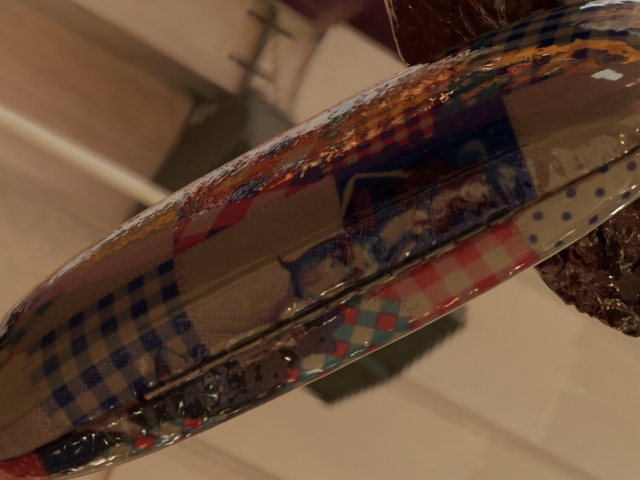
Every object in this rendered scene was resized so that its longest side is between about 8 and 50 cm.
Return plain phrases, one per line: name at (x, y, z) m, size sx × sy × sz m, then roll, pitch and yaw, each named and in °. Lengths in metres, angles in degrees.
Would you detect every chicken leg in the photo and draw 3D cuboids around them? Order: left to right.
chicken leg at (0.102, -0.135, 0.872) m, size 0.158 × 0.407 × 0.096 m, roll -27°, pitch -171°, yaw -38°

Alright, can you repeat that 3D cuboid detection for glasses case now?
glasses case at (0.000, 0.000, 0.729) m, size 0.327 × 0.076 × 0.125 m, roll -28°, pitch -157°, yaw 10°
